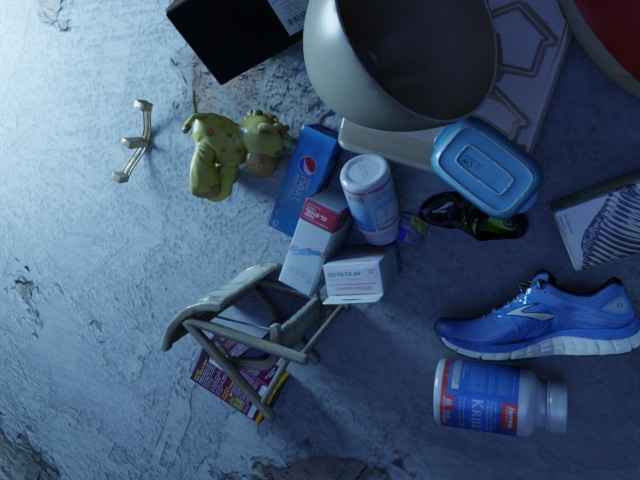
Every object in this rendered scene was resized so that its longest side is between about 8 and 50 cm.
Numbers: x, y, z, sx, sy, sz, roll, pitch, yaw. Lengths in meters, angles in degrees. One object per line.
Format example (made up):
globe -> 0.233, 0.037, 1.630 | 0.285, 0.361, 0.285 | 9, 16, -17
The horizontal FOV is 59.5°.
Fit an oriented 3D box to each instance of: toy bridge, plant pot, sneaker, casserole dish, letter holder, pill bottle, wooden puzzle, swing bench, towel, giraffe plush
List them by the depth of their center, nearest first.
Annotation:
plant pot -> 0.084, -0.277, 0.808 | 0.191, 0.284, 0.284 | -16, 100, 56
casserole dish -> 0.258, -0.112, 0.880 | 0.188, 0.037, 0.114 | 41, 110, 9
wooden puzzle -> 0.219, -0.285, 0.922 | 0.322, 0.080, 0.347 | 18, 106, 15
letter holder -> -0.081, -0.442, 0.963 | 0.302, 0.214, 0.152 | -21, 128, 24
sneaker -> 0.263, -0.041, 0.968 | 0.188, 0.078, 0.067 | 13, 109, 18
sneaker -> 0.361, 0.125, 0.970 | 0.330, 0.130, 0.147 | -9, 87, 20
pill bottle -> 0.093, -0.066, 0.978 | 0.087, 0.087, 0.160 | 2, 141, 20
pill bottle -> 0.323, 0.286, 1.012 | 0.222, 0.124, 0.124 | 1, 105, 21
giraffe plush -> -0.143, -0.176, 1.043 | 0.171, 0.181, 0.210 | 1, 123, 8
towel -> 0.159, -0.023, 1.050 | 0.083, 0.009, 0.060 | 21, 112, 14
swing bench -> -0.117, 0.161, 1.074 | 0.255, 0.253, 0.165 | 32, 113, 9
toy bridge -> -0.388, -0.205, 1.177 | 0.026, 0.063, 0.188 | 30, 112, 11

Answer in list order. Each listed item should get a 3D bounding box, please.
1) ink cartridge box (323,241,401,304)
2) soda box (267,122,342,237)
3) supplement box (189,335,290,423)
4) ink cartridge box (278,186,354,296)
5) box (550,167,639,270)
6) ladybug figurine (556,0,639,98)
ink cartridge box -> 0.074, 0.055, 1.010 | 0.104, 0.181, 0.061 | -5, 103, 22
soda box -> -0.026, -0.112, 1.064 | 0.071, 0.067, 0.210 | 27, 113, 12
supplement box -> -0.177, 0.297, 1.229 | 0.188, 0.081, 0.104 | 31, 114, 10
ink cartridge box -> 0.000, 0.000, 1.052 | 0.072, 0.127, 0.175 | 26, 112, 14
box -> 0.511, -0.054, 0.862 | 0.275, 0.094, 0.113 | -23, 96, 25
ladybug figurine -> 0.472, -0.373, 0.718 | 0.305, 0.162, 0.449 | -29, 92, 7
